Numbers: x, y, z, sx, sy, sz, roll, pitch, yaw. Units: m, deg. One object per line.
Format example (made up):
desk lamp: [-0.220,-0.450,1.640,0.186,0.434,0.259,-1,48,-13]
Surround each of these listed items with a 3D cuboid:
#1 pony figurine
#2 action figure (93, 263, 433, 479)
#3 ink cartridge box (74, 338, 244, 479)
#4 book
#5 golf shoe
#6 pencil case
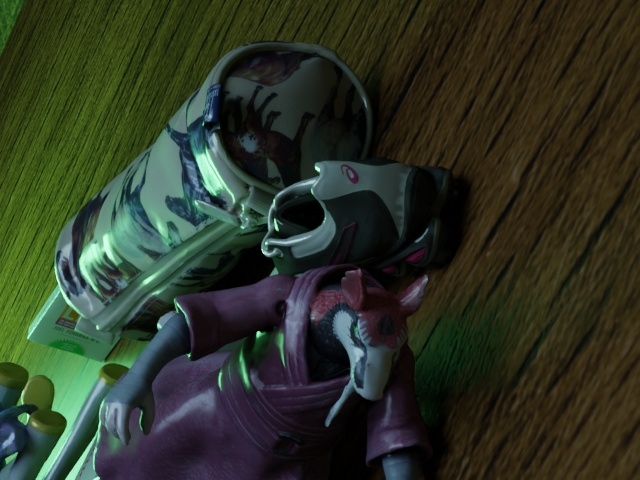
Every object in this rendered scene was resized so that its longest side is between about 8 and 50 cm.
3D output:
pony figurine: [-0.351,0.319,1.769,0.363,0.303,0.351,-68,-10,16]
action figure: [-0.013,0.119,1.230,0.370,0.248,0.275,-49,7,41]
ink cartridge box: [-0.139,0.178,1.514,0.203,0.086,0.148,-39,22,55]
book: [-0.269,0.080,1.929,0.144,0.096,0.035,-51,29,41]
golf shoe: [0.000,0.000,1.331,0.273,0.120,0.105,-42,38,53]
pencil case: [-0.116,-0.031,1.568,0.410,0.160,0.183,-38,17,53]
